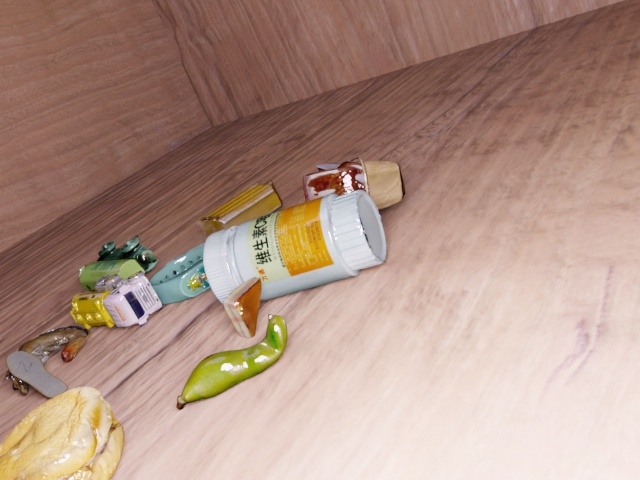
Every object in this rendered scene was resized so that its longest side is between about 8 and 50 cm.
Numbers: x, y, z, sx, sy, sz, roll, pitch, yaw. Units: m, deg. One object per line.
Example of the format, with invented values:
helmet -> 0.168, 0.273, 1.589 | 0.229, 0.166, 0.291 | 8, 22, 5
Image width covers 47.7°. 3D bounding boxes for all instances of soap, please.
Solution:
soap -> -0.204, -0.082, 1.949 | 0.232, 0.073, 0.140 | -37, 24, -34

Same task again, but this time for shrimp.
shrimp -> -0.578, 0.245, 1.553 | 0.173, 0.058, 0.253 | -18, 19, -6

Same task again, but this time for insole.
insole -> -0.565, 0.262, 1.433 | 0.188, 0.004, 0.064 | 23, 36, 34

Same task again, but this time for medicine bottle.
medicine bottle -> -0.045, 0.016, 1.348 | 0.318, 0.158, 0.158 | -16, 20, 20

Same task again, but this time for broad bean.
broad bean -> -0.137, 0.195, 1.123 | 0.213, 0.070, 0.048 | -36, 3, -6

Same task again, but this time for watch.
watch -> -0.278, 0.065, 1.660 | 0.237, 0.068, 0.195 | -34, 18, -17

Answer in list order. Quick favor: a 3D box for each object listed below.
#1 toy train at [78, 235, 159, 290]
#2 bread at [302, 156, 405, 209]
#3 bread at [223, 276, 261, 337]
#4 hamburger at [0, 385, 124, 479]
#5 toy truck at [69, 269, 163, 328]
toy train -> -0.540, 0.076, 1.911 | 0.253, 0.105, 0.157 | -4, 41, 46
bread -> 0.067, -0.107, 1.573 | 0.211, 0.143, 0.224 | -11, 5, -4
bread -> -0.138, 0.112, 1.267 | 0.043, 0.109, 0.062 | -3, -16, 43
hamburger -> -0.381, 0.307, 1.037 | 0.213, 0.108, 0.214 | -23, 17, 7
toy truck -> -0.459, 0.142, 1.611 | 0.226, 0.098, 0.114 | -8, 25, 44
